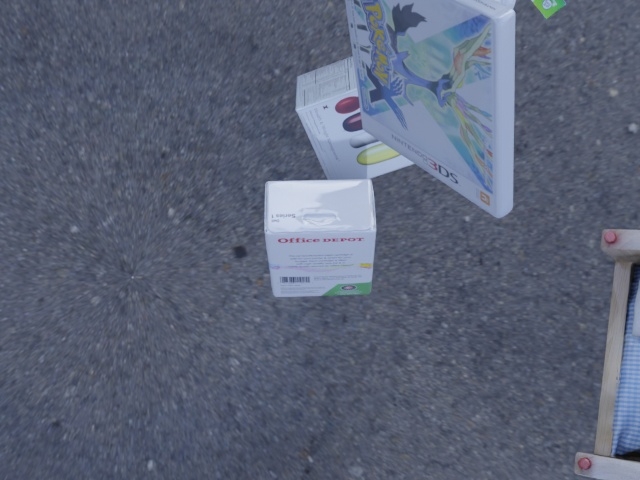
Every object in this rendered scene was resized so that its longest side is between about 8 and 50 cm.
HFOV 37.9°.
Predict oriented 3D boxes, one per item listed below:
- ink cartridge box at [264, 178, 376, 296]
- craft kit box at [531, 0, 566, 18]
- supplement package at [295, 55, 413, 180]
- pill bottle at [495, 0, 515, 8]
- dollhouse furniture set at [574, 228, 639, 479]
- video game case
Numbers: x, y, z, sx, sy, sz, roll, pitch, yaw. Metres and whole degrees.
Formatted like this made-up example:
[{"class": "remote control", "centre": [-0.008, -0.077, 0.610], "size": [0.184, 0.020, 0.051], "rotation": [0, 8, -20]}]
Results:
[{"class": "ink cartridge box", "centre": [0.000, 0.000, 1.797], "size": [0.201, 0.278, 0.117], "rotation": [-2, 62, 0]}, {"class": "craft kit box", "centre": [0.394, -0.599, 1.931], "size": [0.061, 0.250, 0.246], "rotation": [-35, 114, 19]}, {"class": "supplement package", "centre": [0.082, -0.236, 1.782], "size": [0.203, 0.149, 0.194], "rotation": [-18, 124, 12]}, {"class": "pill bottle", "centre": [0.182, -0.383, 1.462], "size": [0.264, 0.146, 0.146], "rotation": [-13, 90, -33]}, {"class": "dollhouse furniture set", "centre": [0.243, 0.071, 0.477], "size": [0.183, 0.129, 0.129], "rotation": [3, 80, 32]}, {"class": "video game case", "centre": [0.146, -0.221, 1.281], "size": [0.036, 0.300, 0.329], "rotation": [-34, 139, -21]}]
